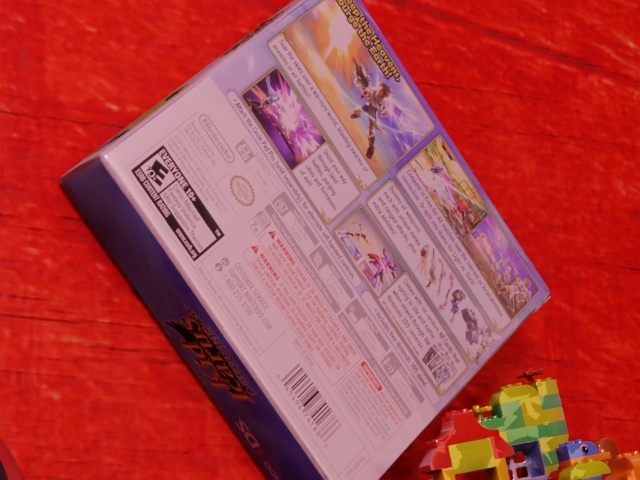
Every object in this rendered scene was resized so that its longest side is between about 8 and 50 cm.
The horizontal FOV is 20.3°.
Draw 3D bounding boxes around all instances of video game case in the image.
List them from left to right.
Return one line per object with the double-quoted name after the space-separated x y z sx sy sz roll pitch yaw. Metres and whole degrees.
0.000 0.000 1.157 0.244 0.061 0.269 -42 103 -37 "video game case"

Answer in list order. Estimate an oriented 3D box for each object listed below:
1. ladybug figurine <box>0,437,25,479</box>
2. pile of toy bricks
-0.256 0.208 0.766 0.449 0.162 0.305 -54 138 -48 "ladybug figurine"
0.145 0.138 1.199 0.212 0.118 0.105 -7 79 -26 "pile of toy bricks"
